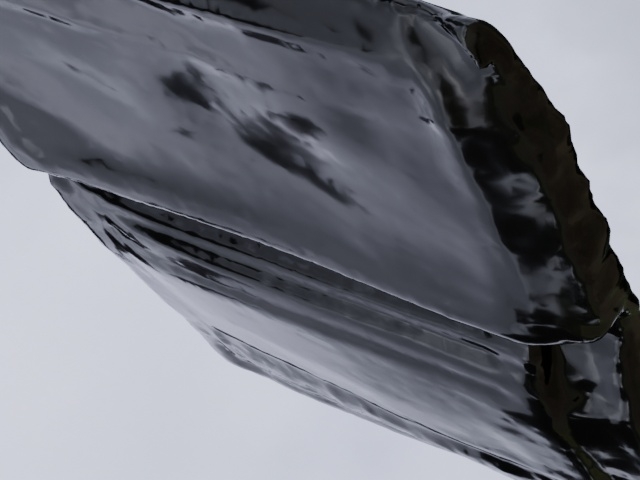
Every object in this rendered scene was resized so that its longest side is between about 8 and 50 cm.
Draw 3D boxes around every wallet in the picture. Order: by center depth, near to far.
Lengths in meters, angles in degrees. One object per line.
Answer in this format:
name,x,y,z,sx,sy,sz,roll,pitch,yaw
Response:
wallet,0.000,0.000,0.649,0.041,0.247,0.323,-61,-34,-18
